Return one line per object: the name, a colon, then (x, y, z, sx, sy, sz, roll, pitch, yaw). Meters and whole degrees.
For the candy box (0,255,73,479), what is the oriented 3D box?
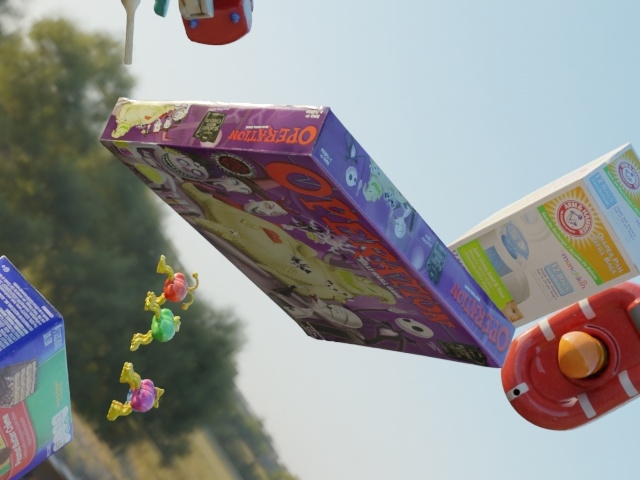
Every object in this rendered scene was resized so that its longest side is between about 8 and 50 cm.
candy box: (-0.433, 0.207, 1.549, 0.122, 0.317, 0.268, 42, -31, 24)

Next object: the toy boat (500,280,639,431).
toy boat: (0.337, 0.150, 1.817, 0.151, 0.231, 0.151, 63, 18, 18)

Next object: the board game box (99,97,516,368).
board game box: (0.000, 0.000, 1.153, 0.208, 0.056, 0.347, 1, -29, 34)

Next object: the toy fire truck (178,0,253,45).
toy fire truck: (-0.078, -0.183, 0.869, 0.192, 0.047, 0.135, 78, 8, -45)

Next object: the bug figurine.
bug figurine: (-0.262, 0.173, 2.211, 0.072, 0.279, 0.216, 19, 11, -5)

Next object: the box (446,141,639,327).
box: (0.245, 0.001, 1.434, 0.203, 0.103, 0.114, -29, -88, 46)

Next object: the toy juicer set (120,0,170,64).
toy juicer set: (-0.215, -0.432, 2.027, 0.090, 0.328, 0.209, 13, -19, 0)
